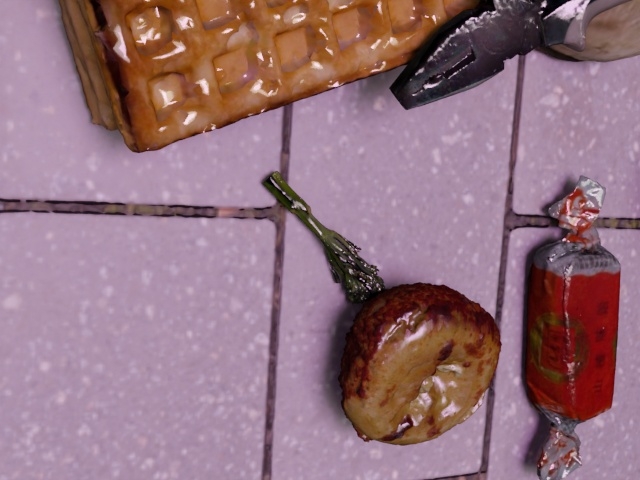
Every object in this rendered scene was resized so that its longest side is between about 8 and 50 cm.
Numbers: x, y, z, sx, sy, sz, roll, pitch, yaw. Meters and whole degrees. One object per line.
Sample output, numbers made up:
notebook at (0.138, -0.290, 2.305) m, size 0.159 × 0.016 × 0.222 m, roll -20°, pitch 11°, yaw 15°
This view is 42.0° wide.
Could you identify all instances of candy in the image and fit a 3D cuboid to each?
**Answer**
candy at (0.234, 0.086, 0.774) m, size 0.086 × 0.059 × 0.292 m, roll -5°, pitch 101°, yaw -24°

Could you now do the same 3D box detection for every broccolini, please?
broccolini at (0.000, 0.000, 0.681) m, size 0.035 × 0.030 × 0.140 m, roll -37°, pitch 110°, yaw 24°

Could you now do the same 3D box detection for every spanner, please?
spanner at (0.188, -0.194, 0.585) m, size 0.325 × 0.040 × 0.095 m, roll -35°, pitch 115°, yaw 7°

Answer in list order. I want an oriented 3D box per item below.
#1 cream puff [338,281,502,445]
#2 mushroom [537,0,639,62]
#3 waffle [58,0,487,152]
cream puff at (0.075, 0.098, 0.687) m, size 0.149 × 0.084 × 0.149 m, roll -11°, pitch 121°, yaw -19°
mushroom at (0.277, -0.280, 0.681) m, size 0.190 × 0.164 × 0.267 m, roll 23°, pitch 88°, yaw -24°
waffle at (-0.032, -0.207, 0.574) m, size 0.308 × 0.091 × 0.212 m, roll -24°, pitch 120°, yaw -19°
